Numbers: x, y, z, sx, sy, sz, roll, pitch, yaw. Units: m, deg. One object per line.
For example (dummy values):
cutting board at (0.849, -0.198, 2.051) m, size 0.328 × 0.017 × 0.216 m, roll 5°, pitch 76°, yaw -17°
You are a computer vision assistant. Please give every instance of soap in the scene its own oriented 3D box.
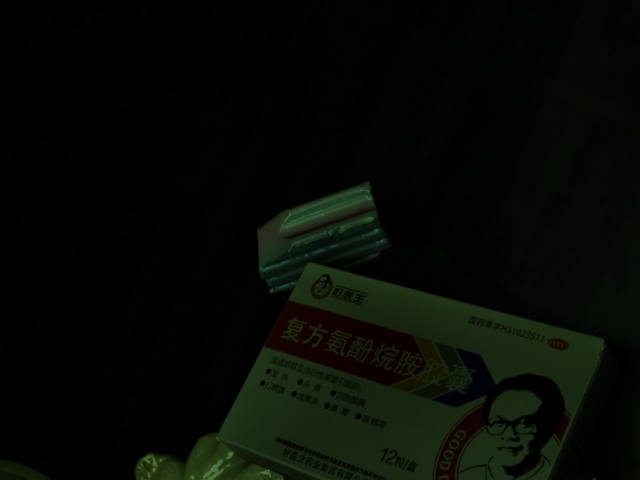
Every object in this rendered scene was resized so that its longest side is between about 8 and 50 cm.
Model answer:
soap at (0.000, 0.000, 1.369) m, size 0.149 × 0.100 × 0.056 m, roll -19°, pitch 60°, yaw 9°

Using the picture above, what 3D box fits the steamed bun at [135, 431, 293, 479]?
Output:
steamed bun at (-0.094, 0.356, 1.346) m, size 0.295 × 0.137 × 0.292 m, roll -16°, pitch 59°, yaw 20°

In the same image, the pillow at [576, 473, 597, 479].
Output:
pillow at (0.225, 0.331, 1.144) m, size 0.141 × 0.055 × 0.208 m, roll -34°, pitch 59°, yaw 39°

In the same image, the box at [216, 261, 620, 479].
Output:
box at (0.086, 0.158, 1.228) m, size 0.353 × 0.069 × 0.214 m, roll 14°, pitch 68°, yaw 35°

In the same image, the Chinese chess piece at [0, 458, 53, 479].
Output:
Chinese chess piece at (-0.410, 0.374, 1.529) m, size 0.257 × 0.257 × 0.104 m, roll 42°, pitch 124°, yaw 37°
